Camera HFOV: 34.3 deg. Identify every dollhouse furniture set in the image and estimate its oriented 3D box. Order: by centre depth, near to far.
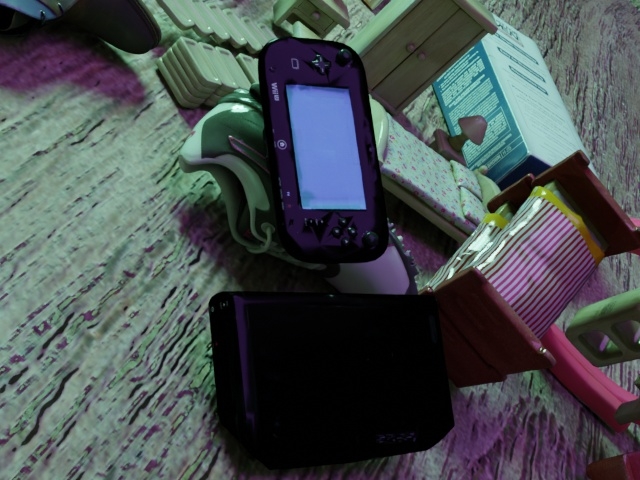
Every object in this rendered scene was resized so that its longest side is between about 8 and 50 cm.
[{"bbox_3d":[0.276,0.123,1.030,0.374,0.152,0.201,48,59,-7],"label":"dollhouse furniture set"},{"bbox_3d":[0.115,-0.154,1.159,0.303,0.174,0.356,33,30,-29],"label":"dollhouse furniture set"}]

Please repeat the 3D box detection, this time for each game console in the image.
[{"bbox_3d":[0.000,0.000,0.855,0.213,0.044,0.361,3,73,-38],"label":"game console"}]

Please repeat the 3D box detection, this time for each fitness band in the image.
[{"bbox_3d":[0.361,0.103,1.166,0.291,0.209,0.054,43,29,-7],"label":"fitness band"}]

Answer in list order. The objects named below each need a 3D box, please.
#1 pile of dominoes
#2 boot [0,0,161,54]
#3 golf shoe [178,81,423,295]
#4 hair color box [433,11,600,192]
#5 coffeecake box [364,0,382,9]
[{"bbox_3d":[-0.079,-0.169,1.109,0.196,0.040,0.251,58,24,17],"label":"pile of dominoes"},{"bbox_3d":[-0.241,-0.201,0.904,0.219,0.082,0.106,32,55,-33],"label":"boot"},{"bbox_3d":[-0.018,-0.011,0.949,0.120,0.105,0.273,-43,99,-30],"label":"golf shoe"},{"bbox_3d":[0.263,-0.178,1.466,0.174,0.105,0.347,25,38,-35],"label":"hair color box"},{"bbox_3d":[0.054,-0.445,1.540,0.185,0.068,0.142,46,30,-4],"label":"coffeecake box"}]
